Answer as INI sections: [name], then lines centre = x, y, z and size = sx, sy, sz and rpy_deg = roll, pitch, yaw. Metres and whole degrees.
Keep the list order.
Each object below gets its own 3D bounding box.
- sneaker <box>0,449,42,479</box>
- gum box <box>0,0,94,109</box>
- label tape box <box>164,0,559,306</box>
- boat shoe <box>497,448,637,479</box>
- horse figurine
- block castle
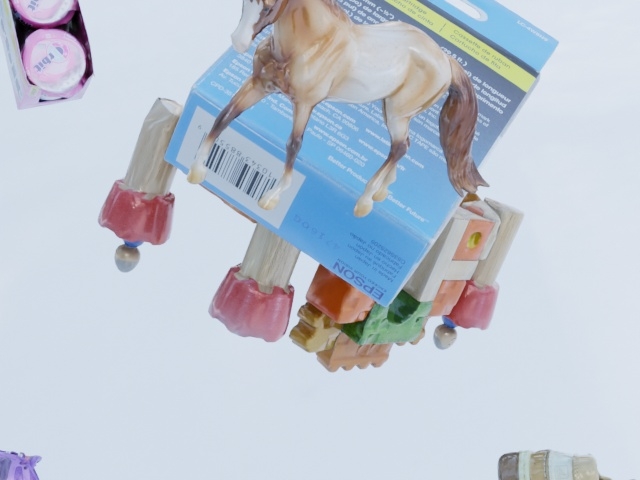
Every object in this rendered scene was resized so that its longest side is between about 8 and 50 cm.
[sneaker]
centre = -0.316, 0.228, 1.285
size = 0.071, 0.170, 0.068
rpy_deg = -53, 5, -10
[gum box]
centre = -0.250, -0.209, 1.140
size = 0.062, 0.188, 0.107
rpy_deg = -13, -1, -17
[label tape box]
centre = 0.051, -0.136, 1.249
size = 0.249, 0.115, 0.348
rpy_deg = 33, 46, 4
[boat shoe]
centre = 0.170, 0.172, 0.808
size = 0.072, 0.068, 0.190
rpy_deg = -15, -25, 19
[horse figurine]
centre = 0.023, -0.100, 0.925
size = 0.263, 0.174, 0.066
rpy_deg = 6, 28, -36
[block castle]
centre = 0.000, 0.000, 1.532
size = 0.453, 0.213, 0.303
rpy_deg = 2, 26, -48
